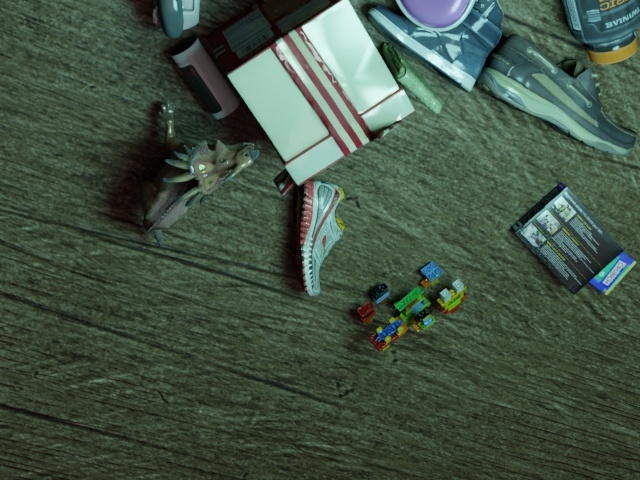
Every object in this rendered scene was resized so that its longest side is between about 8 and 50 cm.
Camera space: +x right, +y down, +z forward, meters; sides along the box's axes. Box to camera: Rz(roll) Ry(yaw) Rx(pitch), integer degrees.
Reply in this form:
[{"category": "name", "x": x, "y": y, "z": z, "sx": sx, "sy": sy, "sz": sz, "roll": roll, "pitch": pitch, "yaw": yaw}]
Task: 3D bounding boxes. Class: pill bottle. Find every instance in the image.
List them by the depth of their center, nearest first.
[{"category": "pill bottle", "x": 0.479, "y": -0.428, "z": 1.822, "sx": 0.130, "sy": 0.130, "sz": 0.245, "roll": -25, "pitch": 120, "yaw": -2}]

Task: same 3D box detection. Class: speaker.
[{"category": "speaker", "x": -0.191, "y": -0.270, "z": 1.761, "sx": 0.055, "sy": 0.055, "sz": 0.136, "roll": -33, "pitch": 120, "yaw": 2}]

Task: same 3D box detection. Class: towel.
[{"category": "towel", "x": 0.153, "y": -0.274, "z": 1.798, "sx": 0.027, "sy": 0.148, "sz": 0.110, "roll": -42, "pitch": 119, "yaw": 13}]

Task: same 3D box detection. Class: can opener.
[{"category": "can opener", "x": -0.216, "y": -0.456, "z": 1.638, "sx": 0.076, "sy": 0.095, "sz": 0.283, "roll": -1, "pitch": 116, "yaw": -15}]

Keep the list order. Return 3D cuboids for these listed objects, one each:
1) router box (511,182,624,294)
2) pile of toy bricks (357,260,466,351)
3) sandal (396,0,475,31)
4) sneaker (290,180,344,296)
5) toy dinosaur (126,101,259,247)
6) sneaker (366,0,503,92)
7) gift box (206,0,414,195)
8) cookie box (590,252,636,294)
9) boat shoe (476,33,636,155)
[{"category": "router box", "x": 0.478, "y": -0.002, "z": 2.054, "sx": 0.133, "sy": 0.046, "sz": 0.179, "roll": -42, "pitch": 103, "yaw": 8}, {"category": "pile of toy bricks", "x": 0.171, "y": 0.137, "z": 2.047, "sx": 0.212, "sy": 0.118, "sz": 0.105, "roll": -35, "pitch": 149, "yaw": -15}, {"category": "sandal", "x": 0.179, "y": -0.539, "z": 1.664, "sx": 0.169, "sy": 0.102, "sz": 0.416, "roll": 8, "pitch": 105, "yaw": 17}, {"category": "sneaker", "x": 0.000, "y": 0.000, "z": 1.927, "sx": 0.093, "sy": 0.088, "sz": 0.225, "roll": -2, "pitch": 116, "yaw": -16}, {"category": "toy dinosaur", "x": -0.234, "y": -0.085, "z": 1.746, "sx": 0.127, "sy": 0.200, "sz": 0.295, "roll": 21, "pitch": 119, "yaw": -26}, {"category": "sneaker", "x": 0.203, "y": -0.378, "z": 1.801, "sx": 0.226, "sy": 0.086, "sz": 0.163, "roll": 30, "pitch": 97, "yaw": -18}, {"category": "gift box", "x": -0.018, "y": -0.243, "z": 1.703, "sx": 0.255, "sy": 0.276, "sz": 0.258, "roll": -31, "pitch": 121, "yaw": 7}, {"category": "cookie box", "x": 0.561, "y": 0.044, "z": 2.128, "sx": 0.107, "sy": 0.040, "sz": 0.092, "roll": 33, "pitch": 102, "yaw": -27}, {"category": "boat shoe", "x": 0.446, "y": -0.258, "z": 1.896, "sx": 0.355, "sy": 0.132, "sz": 0.130, "roll": 21, "pitch": 101, "yaw": -31}]
